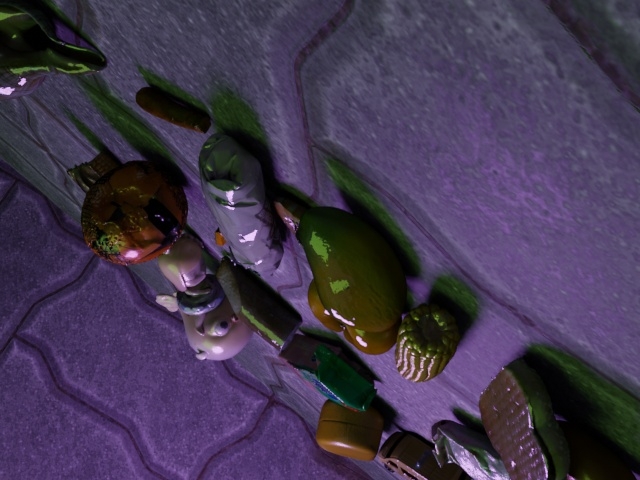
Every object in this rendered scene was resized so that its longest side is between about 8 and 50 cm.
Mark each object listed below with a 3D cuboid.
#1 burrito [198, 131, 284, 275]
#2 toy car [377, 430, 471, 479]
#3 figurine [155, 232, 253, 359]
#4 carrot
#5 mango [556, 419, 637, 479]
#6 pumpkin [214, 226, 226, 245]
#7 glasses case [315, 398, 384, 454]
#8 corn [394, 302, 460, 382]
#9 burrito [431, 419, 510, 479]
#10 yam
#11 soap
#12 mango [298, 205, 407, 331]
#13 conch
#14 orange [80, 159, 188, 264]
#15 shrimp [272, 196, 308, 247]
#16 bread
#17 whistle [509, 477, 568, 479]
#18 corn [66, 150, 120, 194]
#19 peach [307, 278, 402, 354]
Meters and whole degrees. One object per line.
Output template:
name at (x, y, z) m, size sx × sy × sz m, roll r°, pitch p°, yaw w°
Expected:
burrito at (-0.132, -0.039, 1.421) m, size 0.139 × 0.101 × 0.445 m, roll 45°, pitch 167°, yaw 20°
toy car at (0.251, 0.563, 2.071) m, size 0.257 × 0.101 × 0.124 m, roll 25°, pitch 154°, yaw 40°
figurine at (-0.337, 0.140, 2.152) m, size 0.275 × 0.226 × 0.394 m, roll 0°, pitch 132°, yaw 27°
carrot at (-0.242, -0.213, 1.345) m, size 0.171 × 0.042 × 0.042 m, roll 26°, pitch 158°, yaw 34°
mango at (0.403, 0.338, 1.205) m, size 0.184 × 0.085 × 0.102 m, roll 55°, pitch 174°, yaw 19°
pumpkin at (-0.175, -0.023, 1.607) m, size 0.035 × 0.073 × 0.101 m, roll 44°, pitch 167°, yaw 7°
glasses case at (0.080, 0.501, 2.199) m, size 0.173 × 0.141 × 0.371 m, roll 11°, pitch 162°, yaw 6°
corn at (0.164, 0.164, 1.281) m, size 0.093 × 0.093 × 0.244 m, roll 38°, pitch 167°, yaw 14°
burrito at (0.318, 0.428, 1.611) m, size 0.229 × 0.089 × 0.143 m, roll 25°, pitch 143°, yaw 42°
yam at (-0.163, 0.154, 1.982) m, size 0.259 × 0.106 × 0.106 m, roll 39°, pitch 163°, yaw 4°
soap at (0.017, 0.319, 1.991) m, size 0.218 × 0.098 × 0.273 m, roll 41°, pitch 167°, yaw -19°
mango at (0.052, 0.044, 1.201) m, size 0.137 × 0.091 × 0.237 m, roll -4°, pitch 134°, yaw 17°
conch at (-0.562, -0.360, 1.520) m, size 0.387 × 0.169 × 0.203 m, roll -3°, pitch 120°, yaw 10°
orange at (-0.395, -0.059, 1.734) m, size 0.234 × 0.234 × 0.182 m, roll 30°, pitch 176°, yaw 35°
shrimp at (-0.002, 0.002, 1.346) m, size 0.195 × 0.035 × 0.148 m, roll 38°, pitch 162°, yaw 23°
bread at (0.306, 0.291, 1.209) m, size 0.286 × 0.056 × 0.207 m, roll 89°, pitch 160°, yaw -71°
whistle at (0.413, 0.422, 1.370) m, size 0.269 × 0.093 × 0.180 m, roll -10°, pitch 101°, yaw 68°
corn at (-0.501, -0.094, 2.065) m, size 0.122 × 0.123 × 0.305 m, roll -18°, pitch 122°, yaw 42°
peach at (0.059, 0.117, 1.382) m, size 0.179 × 0.103 × 0.179 m, roll 40°, pitch 167°, yaw 11°
